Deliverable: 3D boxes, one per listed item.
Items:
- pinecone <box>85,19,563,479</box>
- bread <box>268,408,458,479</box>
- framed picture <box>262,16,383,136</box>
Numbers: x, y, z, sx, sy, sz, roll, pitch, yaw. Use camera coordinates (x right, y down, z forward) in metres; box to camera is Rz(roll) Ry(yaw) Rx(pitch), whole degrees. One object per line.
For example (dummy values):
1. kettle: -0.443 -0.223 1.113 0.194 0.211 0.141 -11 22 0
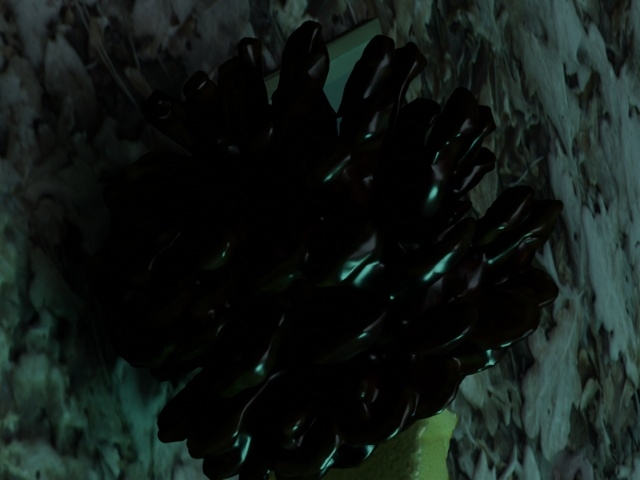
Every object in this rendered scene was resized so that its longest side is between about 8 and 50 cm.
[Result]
1. pinecone: 0.000 0.000 1.618 0.397 0.397 0.398 19 68 -56
2. bread: 0.028 0.213 1.795 0.068 0.188 0.125 40 53 -49
3. framed picture: 0.010 -0.069 1.986 0.335 0.022 0.247 -35 112 -55
